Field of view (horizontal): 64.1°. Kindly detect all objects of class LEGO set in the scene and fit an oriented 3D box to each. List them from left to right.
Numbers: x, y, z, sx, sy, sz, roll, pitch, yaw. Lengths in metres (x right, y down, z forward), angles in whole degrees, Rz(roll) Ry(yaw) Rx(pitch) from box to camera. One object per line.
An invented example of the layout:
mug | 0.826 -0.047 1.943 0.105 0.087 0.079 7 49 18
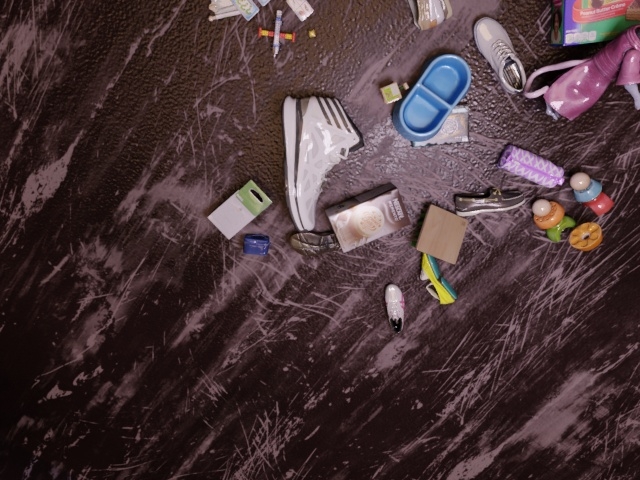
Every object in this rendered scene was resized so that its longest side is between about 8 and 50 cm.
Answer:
LEGO set | -0.127 -0.688 1.551 0.182 0.060 0.244 -37 111 14

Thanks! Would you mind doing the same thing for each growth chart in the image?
growth chart | -0.273 -0.798 1.542 0.172 0.021 0.237 -5 109 3

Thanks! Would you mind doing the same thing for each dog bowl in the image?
dog bowl | 0.352 -0.447 1.594 0.166 0.074 0.297 35 100 -3

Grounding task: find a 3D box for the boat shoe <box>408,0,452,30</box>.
boat shoe | 0.273 -0.764 1.486 0.103 0.113 0.302 -31 107 6

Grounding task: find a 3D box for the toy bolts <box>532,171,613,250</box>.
toy bolts | 0.826 -0.104 1.655 0.158 0.218 0.228 39 100 -25

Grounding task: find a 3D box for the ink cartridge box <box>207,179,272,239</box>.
ink cartridge box | -0.274 -0.112 1.763 0.209 0.062 0.109 -39 104 14

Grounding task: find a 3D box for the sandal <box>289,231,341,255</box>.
sandal | 0.000 0.000 1.800 0.220 0.060 0.089 -9 108 -11

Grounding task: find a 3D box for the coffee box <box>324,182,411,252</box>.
coffee box | 0.158 -0.079 1.721 0.247 0.098 0.141 -24 108 0

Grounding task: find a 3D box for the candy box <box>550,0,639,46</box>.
candy box | 0.818 -0.741 1.470 0.268 0.122 0.317 -6 108 5

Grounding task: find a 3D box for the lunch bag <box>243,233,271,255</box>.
lunch bag | -0.222 0.010 1.802 0.099 0.067 0.065 5 110 -1

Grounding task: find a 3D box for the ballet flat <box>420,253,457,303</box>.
ballet flat | 0.403 0.137 1.826 0.077 0.077 0.231 -26 109 26

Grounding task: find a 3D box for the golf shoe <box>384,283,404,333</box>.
golf shoe | 0.275 0.248 1.860 0.068 0.086 0.186 -10 108 7

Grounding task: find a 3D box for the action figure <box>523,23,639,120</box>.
action figure | 0.812 -0.512 1.443 0.276 0.248 0.370 28 149 -10

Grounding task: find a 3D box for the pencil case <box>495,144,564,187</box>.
pencil case | 0.686 -0.242 1.670 0.206 0.088 0.086 20 102 -6

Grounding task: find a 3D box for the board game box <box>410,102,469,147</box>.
board game box | 0.389 -0.374 1.665 0.186 0.026 0.126 -4 109 4

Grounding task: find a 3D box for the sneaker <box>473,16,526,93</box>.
sneaker | 0.558 -0.565 1.557 0.094 0.091 0.258 -36 105 13

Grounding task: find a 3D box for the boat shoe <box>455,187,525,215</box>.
boat shoe | 0.567 -0.138 1.714 0.228 0.081 0.068 -11 113 8

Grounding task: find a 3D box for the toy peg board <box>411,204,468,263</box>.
toy peg board | 0.400 -0.021 1.754 0.161 0.079 0.161 20 86 -20

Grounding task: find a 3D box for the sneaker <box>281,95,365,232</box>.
sneaker | 0.017 -0.241 1.650 0.258 0.169 0.447 -1 107 5

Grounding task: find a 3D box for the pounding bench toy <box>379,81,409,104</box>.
pounding bench toy | 0.235 -0.473 1.615 0.083 0.065 0.052 -22 106 9
